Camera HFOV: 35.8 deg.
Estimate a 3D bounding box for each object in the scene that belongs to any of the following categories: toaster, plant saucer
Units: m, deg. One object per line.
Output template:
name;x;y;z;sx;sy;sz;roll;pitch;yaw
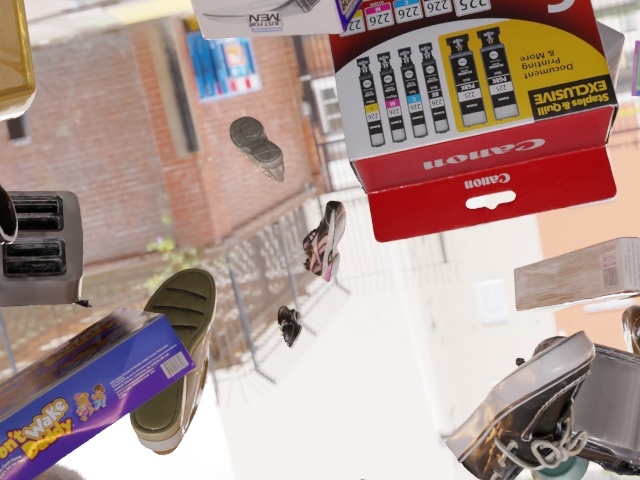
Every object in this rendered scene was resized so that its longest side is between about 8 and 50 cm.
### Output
toaster;0.367;0.223;1.337;0.227;0.146;0.129;14;162;13
toaster;-0.457;0.017;1.584;0.185;0.168;0.110;-1;156;-18
plant saucer;0.441;0.406;1.849;0.119;0.021;0.119;-22;-136;23
plant saucer;-0.577;-0.336;1.605;0.081;0.333;0.333;4;-161;22

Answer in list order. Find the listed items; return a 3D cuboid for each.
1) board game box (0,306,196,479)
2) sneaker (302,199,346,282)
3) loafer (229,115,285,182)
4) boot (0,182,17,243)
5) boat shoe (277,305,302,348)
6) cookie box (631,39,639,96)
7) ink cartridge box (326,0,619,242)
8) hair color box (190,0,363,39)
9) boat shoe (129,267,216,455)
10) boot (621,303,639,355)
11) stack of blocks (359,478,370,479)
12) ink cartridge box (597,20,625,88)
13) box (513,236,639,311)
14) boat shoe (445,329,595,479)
board game box;-0.346;0.211;1.217;0.347;0.078;0.233;-34;-168;-22
sneaker;0.000;0.000;1.998;0.077;0.178;0.072;17;-152;15
loafer;-0.077;-0.110;1.215;0.045;0.039;0.125;-28;-141;-9
boot;-0.445;-0.056;0.848;0.222;0.118;0.338;-22;154;23
boat shoe;-0.057;0.152;1.764;0.038;0.046;0.125;30;-161;-13
cookie box;0.543;-0.277;1.613;0.040;0.092;0.107;8;-171;34
ink cartridge box;0.182;-0.164;1.184;0.309;0.272;0.130;-12;163;8
hair color box;-0.080;-0.391;1.074;0.185;0.339;0.110;3;-139;24
boat shoe;-0.228;0.185;1.538;0.113;0.103;0.302;8;-126;8
boot;0.679;0.267;1.987;0.112;0.305;0.115;-20;-165;-4
stack of blocks;0.077;0.572;1.641;0.087;0.171;0.297;6;-134;22
ink cartridge box;0.408;-0.222;1.720;0.117;0.278;0.201;36;-114;28
box;0.334;0.048;1.258;0.063;0.067;0.324;1;171;-11
boat shoe;0.232;0.203;1.090;0.113;0.105;0.306;-24;158;-32
